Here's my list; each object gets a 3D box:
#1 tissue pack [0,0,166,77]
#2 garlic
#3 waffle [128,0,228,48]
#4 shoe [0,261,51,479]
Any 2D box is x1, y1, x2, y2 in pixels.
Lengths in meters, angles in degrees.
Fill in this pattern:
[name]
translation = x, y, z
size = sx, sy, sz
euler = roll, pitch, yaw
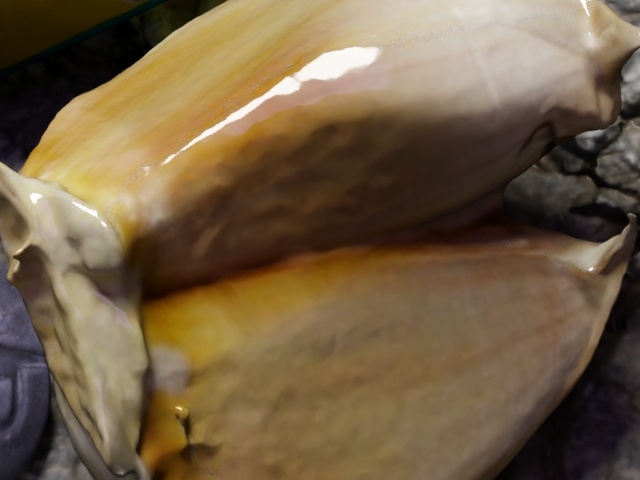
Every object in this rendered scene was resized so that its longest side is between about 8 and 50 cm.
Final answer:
[tissue pack]
translation = -0.204, -0.196, 0.929
size = 0.271, 0.134, 0.192
euler = -21, 66, 27
[garlic]
translation = 0.000, 0.000, 0.805
size = 0.313, 0.249, 0.286
euler = -24, 73, -23
[waffle]
translation = -0.013, -0.220, 0.989
size = 0.297, 0.073, 0.317
euler = -38, 66, -5
[shoe]
translation = -0.238, 0.028, 0.914
size = 0.095, 0.138, 0.245
euler = -19, 89, -43
